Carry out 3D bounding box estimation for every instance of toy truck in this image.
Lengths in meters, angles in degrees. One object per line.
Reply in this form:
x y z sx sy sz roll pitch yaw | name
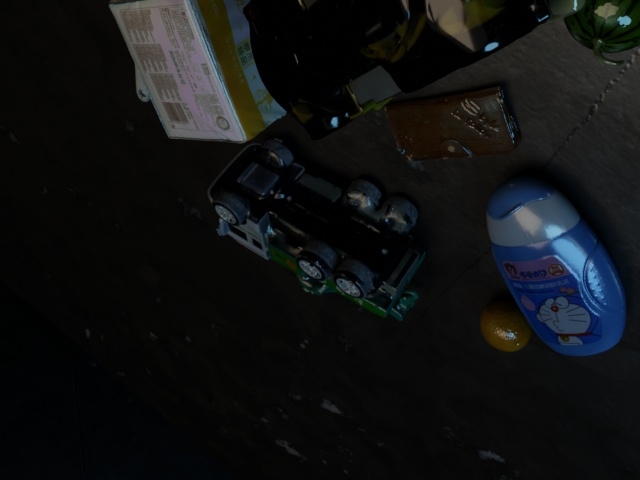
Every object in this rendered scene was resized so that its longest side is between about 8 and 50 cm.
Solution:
-0.002 -0.005 1.055 0.363 0.176 0.178 31 154 13 | toy truck
0.095 -0.247 0.661 0.181 0.254 0.405 62 154 -9 | toy truck

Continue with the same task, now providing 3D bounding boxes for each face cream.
0.307 0.030 0.877 0.149 0.083 0.264 -13 116 44 | face cream

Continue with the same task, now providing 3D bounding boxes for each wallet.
0.170 -0.149 0.873 0.176 0.026 0.095 1 129 42 | wallet

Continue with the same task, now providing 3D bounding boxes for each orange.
0.281 0.129 1.006 0.085 0.085 0.085 24 139 23 | orange

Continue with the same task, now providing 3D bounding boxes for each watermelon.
0.279 -0.226 0.632 0.109 0.109 0.109 24 139 23 | watermelon

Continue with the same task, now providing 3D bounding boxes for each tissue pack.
-0.175 -0.271 0.981 0.185 0.124 0.225 9 132 36 | tissue pack

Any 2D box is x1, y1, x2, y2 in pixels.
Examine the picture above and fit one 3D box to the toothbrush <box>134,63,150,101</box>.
-0.302 -0.375 1.065 0.040 0.040 0.386 31 142 15 | toothbrush
